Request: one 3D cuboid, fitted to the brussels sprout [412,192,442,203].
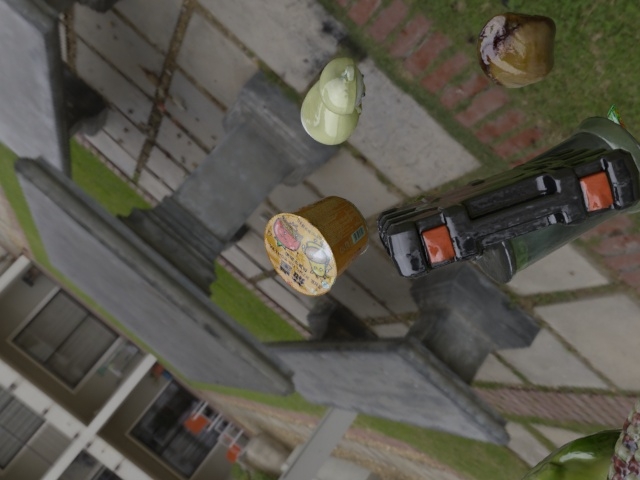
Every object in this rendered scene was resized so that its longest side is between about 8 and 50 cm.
[{"bbox_3d":[0.190,-0.056,1.198,0.083,0.051,0.046,-2,-173,-27],"label":"brussels sprout"}]

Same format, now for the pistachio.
[{"bbox_3d":[0.400,-0.399,1.446,0.210,0.165,0.130,24,-155,-44],"label":"pistachio"}]

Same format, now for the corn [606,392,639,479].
[{"bbox_3d":[0.233,0.243,0.513,0.092,0.280,0.092,14,-178,0],"label":"corn"}]

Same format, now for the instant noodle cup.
[{"bbox_3d":[0.000,0.000,1.668,0.216,0.172,0.216,23,130,31],"label":"instant noodle cup"}]

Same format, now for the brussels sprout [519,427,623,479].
[{"bbox_3d":[0.392,0.352,0.798,0.371,0.276,0.315,1,162,-12],"label":"brussels sprout"}]

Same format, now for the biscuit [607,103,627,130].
[{"bbox_3d":[0.651,-0.250,1.541,0.046,0.016,0.089,75,180,-70],"label":"biscuit"}]

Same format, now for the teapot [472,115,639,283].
[{"bbox_3d":[0.411,-0.070,1.269,0.200,0.337,0.270,61,171,4],"label":"teapot"}]

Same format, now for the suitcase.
[{"bbox_3d":[0.212,-0.039,0.855,0.206,0.285,0.066,-85,-24,-82],"label":"suitcase"}]

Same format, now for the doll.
[{"bbox_3d":[0.037,-0.272,1.379,0.117,0.141,0.296,4,171,-14],"label":"doll"}]
